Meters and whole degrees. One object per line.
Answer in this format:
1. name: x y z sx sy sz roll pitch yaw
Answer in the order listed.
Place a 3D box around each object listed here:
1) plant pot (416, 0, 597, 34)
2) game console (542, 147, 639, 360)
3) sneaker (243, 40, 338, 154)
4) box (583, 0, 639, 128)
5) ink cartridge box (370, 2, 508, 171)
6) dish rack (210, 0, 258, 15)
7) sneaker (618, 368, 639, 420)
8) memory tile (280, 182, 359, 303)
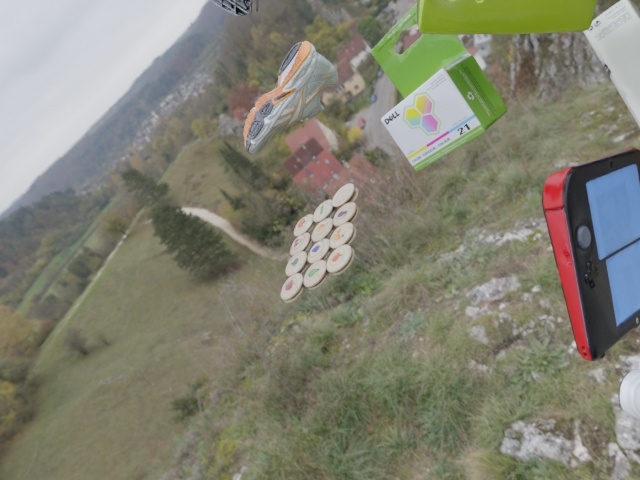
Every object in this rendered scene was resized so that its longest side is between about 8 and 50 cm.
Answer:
1. plant pot: 0.247 -0.422 0.652 0.228 0.207 0.227 2 49 10
2. game console: 0.572 0.008 0.954 0.386 0.342 0.060 -16 2 -36
3. sneaker: -0.060 -0.273 1.035 0.262 0.121 0.099 -48 39 26
4. box: 0.641 -0.331 0.979 0.113 0.275 0.094 -4 -22 -44
5. ink cartridge box: 0.191 -0.286 0.924 0.097 0.255 0.189 -39 5 -32
6. dish rack: -0.129 -0.471 0.687 0.074 0.271 0.208 -29 59 -33
7. sneaker: 0.653 0.278 0.787 0.129 0.297 0.111 62 -149 -85
8. memory tile: 0.000 0.000 0.594 0.113 0.012 0.148 -32 31 31
